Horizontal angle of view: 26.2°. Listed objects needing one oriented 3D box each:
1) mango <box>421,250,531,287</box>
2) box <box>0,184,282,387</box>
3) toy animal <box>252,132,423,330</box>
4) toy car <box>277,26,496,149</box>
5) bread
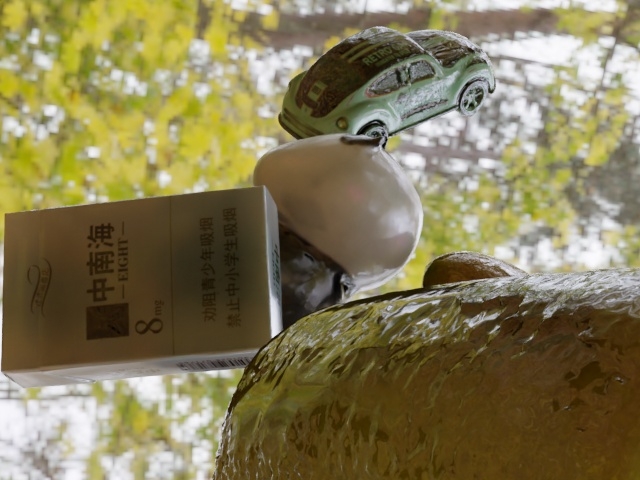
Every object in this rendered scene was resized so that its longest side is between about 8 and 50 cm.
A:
[{"bbox_3d":[0.206,0.115,1.380,0.139,0.175,0.254,-44,-125,20],"label":"mango"},{"bbox_3d":[-0.158,0.042,1.220,0.067,0.243,0.155,66,21,-68],"label":"box"},{"bbox_3d":[-0.007,-0.001,1.399,0.235,0.187,0.165,-50,-137,-4],"label":"toy animal"},{"bbox_3d":[0.091,-0.207,1.754,0.136,0.306,0.125,37,-38,39],"label":"toy car"},{"bbox_3d":[0.046,0.086,0.581,0.166,0.112,0.383,-55,-166,-16],"label":"bread"}]
